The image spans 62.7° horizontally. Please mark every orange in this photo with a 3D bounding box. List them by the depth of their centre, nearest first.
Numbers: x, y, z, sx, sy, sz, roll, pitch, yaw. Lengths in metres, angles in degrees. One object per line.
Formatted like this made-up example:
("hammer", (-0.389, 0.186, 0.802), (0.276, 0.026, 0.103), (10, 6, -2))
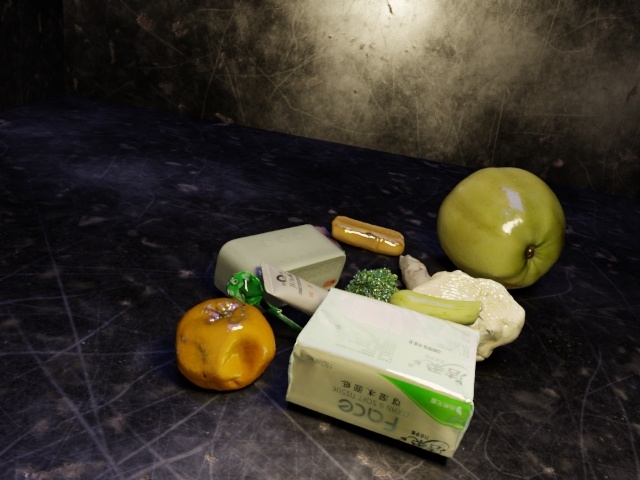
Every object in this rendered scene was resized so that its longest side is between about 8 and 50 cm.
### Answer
("orange", (-0.237, 0.234, 1.291), (0.249, 0.183, 0.249), (10, 24, -4))

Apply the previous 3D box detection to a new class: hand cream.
("hand cream", (-0.042, 0.160, 1.495), (0.314, 0.089, 0.139), (27, 23, -31))

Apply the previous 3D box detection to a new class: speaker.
("speaker", (-0.117, 0.088, 1.670), (0.406, 0.183, 0.184), (-14, 39, -44))

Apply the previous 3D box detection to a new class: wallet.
("wallet", (0.000, 0.000, 2.088), (0.119, 0.025, 0.232), (-1, 26, -22))

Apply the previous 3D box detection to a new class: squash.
("squash", (0.304, 0.183, 1.406), (0.250, 0.083, 0.083), (6, 21, 22))

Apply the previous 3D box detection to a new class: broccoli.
("broccoli", (0.194, 0.179, 1.611), (0.194, 0.194, 0.219), (-15, 64, -44))

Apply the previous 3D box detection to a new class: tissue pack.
("tissue pack", (0.159, 0.303, 1.281), (0.405, 0.205, 0.332), (17, 25, 12))

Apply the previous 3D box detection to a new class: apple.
("apple", (0.678, -0.040, 1.968), (0.474, 0.473, 0.473), (9, 24, -4))

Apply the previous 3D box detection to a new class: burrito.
("burrito", (0.352, 0.165, 1.822), (0.117, 0.076, 0.392), (16, 25, -11))

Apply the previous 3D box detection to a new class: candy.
("candy", (-0.119, 0.198, 1.427), (0.323, 0.097, 0.097), (39, 18, -18))

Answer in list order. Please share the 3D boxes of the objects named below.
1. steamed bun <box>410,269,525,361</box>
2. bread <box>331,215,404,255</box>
("steamed bun", (0.412, 0.233, 1.547), (0.320, 0.206, 0.275), (28, 46, 22))
("bread", (0.187, -0.014, 2.104), (0.305, 0.091, 0.142), (16, 18, 1))
